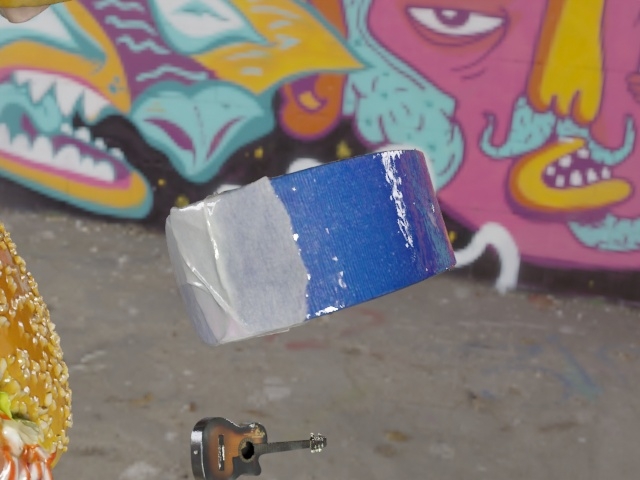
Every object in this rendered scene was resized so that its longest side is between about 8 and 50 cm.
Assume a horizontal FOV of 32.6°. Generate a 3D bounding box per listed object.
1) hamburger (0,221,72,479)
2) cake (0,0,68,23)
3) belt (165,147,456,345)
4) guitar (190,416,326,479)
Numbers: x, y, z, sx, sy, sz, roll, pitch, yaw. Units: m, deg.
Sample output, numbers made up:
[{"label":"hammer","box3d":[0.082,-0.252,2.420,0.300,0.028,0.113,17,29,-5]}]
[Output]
[{"label":"hamburger","box3d":[-0.200,0.054,0.573,0.116,0.210,0.173,-13,48,10]},{"label":"cake","box3d":[-0.202,-0.207,0.626,0.208,0.178,0.185,-3,59,-36]},{"label":"belt","box3d":[0.000,0.000,0.939,0.213,0.117,0.347,-16,0,15]},{"label":"guitar","box3d":[-0.074,0.269,1.421,0.025,0.088,0.233,-10,-10,42]}]
